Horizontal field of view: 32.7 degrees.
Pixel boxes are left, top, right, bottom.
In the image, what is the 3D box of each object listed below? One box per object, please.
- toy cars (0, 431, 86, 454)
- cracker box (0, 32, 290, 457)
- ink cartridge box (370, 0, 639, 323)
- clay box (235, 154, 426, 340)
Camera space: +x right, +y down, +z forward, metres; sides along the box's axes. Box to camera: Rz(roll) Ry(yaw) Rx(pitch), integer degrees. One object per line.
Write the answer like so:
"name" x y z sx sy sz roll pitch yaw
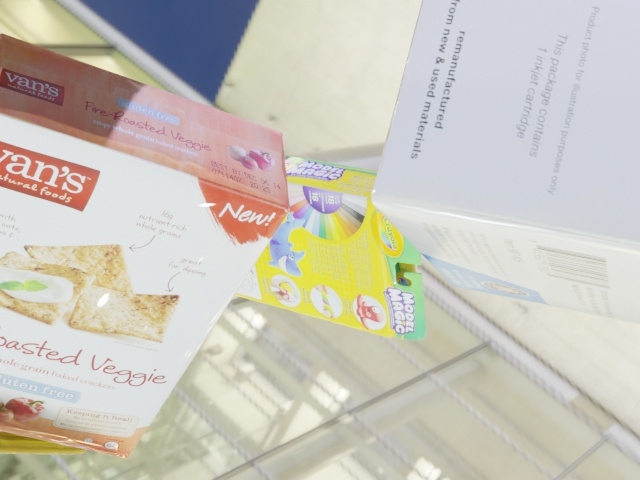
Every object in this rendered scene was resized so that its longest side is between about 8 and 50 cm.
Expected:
"toy cars" -0.257 0.113 0.776 0.176 0.394 0.087 22 -75 2
"cracker box" -0.136 0.017 0.596 0.232 0.155 0.067 -56 -153 36
"ink cartridge box" 0.268 -0.030 0.724 0.394 0.285 0.166 12 -99 19
"clay box" 0.000 0.000 0.914 0.222 0.053 0.127 13 -57 33
